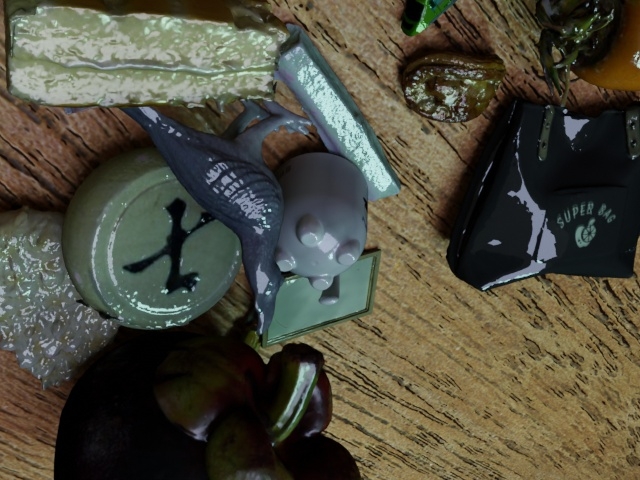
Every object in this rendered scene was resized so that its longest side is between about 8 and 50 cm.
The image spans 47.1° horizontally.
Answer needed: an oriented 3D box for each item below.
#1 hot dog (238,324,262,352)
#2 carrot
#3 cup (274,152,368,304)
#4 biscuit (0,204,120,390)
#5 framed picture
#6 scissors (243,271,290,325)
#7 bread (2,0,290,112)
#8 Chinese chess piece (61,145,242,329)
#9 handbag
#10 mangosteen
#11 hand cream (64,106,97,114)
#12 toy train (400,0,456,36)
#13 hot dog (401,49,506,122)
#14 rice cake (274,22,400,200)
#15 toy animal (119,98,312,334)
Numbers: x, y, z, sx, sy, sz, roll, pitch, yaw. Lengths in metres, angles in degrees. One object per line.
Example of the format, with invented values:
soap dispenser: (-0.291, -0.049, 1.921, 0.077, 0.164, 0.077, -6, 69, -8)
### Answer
hot dog: (-0.126, 0.186, 1.176, 0.044, 0.028, 0.137, 8, 124, -29)
carrot: (0.401, -0.284, 0.924, 0.331, 0.214, 0.193, -6, 85, -23)
cup: (-0.010, -0.006, 0.970, 0.134, 0.142, 0.173, 16, 132, -12)
biscuit: (-0.339, 0.068, 0.958, 0.179, 0.084, 0.281, -19, 134, -14)
framed picture: (0.001, 0.090, 1.147, 0.201, 0.010, 0.136, -15, 132, -24)
scissors: (-0.060, 0.056, 1.108, 0.110, 0.021, 0.212, 20, 115, -32)
bread: (-0.176, -0.209, 0.698, 0.239, 0.246, 0.111, -5, 125, -20)
Chinese chess piece: (-0.200, 0.002, 0.906, 0.238, 0.092, 0.238, -16, 116, -35)
handbag: (0.373, -0.075, 1.119, 0.342, 0.152, 0.288, -4, 116, -21)
mangosteen: (-0.148, 0.294, 1.015, 0.435, 0.382, 0.382, -27, 133, 11)
hand cream: (-0.196, -0.192, 0.843, 0.209, 0.043, 0.067, -12, 134, -8)
toy train: (0.171, -0.334, 0.883, 0.209, 0.044, 0.042, -41, 131, 11)
hot dog: (0.179, -0.209, 0.973, 0.147, 0.065, 0.099, -1, 136, -25)
rice cake: (0.015, -0.152, 0.959, 0.081, 0.051, 0.290, -29, 131, 14)
toy animal: (-0.104, -0.094, 0.839, 0.206, 0.081, 0.367, -46, 112, -28)
